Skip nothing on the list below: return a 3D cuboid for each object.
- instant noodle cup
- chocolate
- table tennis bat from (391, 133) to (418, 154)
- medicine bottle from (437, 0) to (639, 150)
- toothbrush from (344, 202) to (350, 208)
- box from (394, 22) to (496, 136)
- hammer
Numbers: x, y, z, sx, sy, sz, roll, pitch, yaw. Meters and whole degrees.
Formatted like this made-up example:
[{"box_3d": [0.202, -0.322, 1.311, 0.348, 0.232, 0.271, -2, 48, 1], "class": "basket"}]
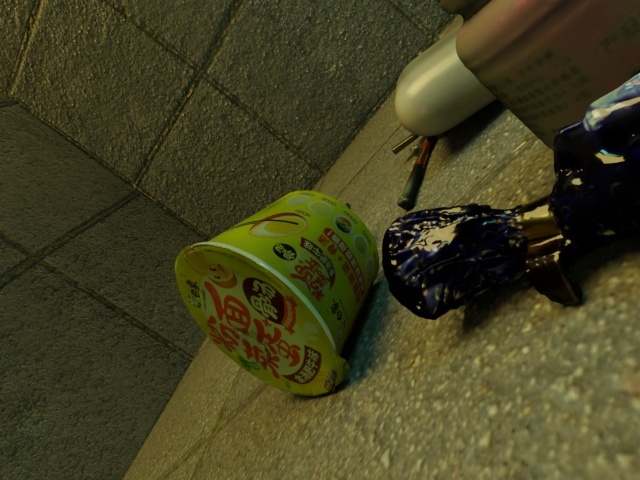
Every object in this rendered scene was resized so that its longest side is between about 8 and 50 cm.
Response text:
[{"box_3d": [-0.048, 0.071, 0.689, 0.221, 0.311, 0.311, -47, 5, -40], "class": "instant noodle cup"}, {"box_3d": [0.203, -0.022, 0.350, 0.343, 0.126, 0.148, -36, 58, 50], "class": "chocolate"}, {"box_3d": [0.280, -0.296, 1.056, 0.234, 0.022, 0.131, -33, 10, 37], "class": "table tennis bat"}, {"box_3d": [0.230, -0.255, 0.365, 0.256, 0.325, 0.256, -49, 7, 8], "class": "medicine bottle"}, {"box_3d": [0.073, -0.058, 1.249, 0.031, 0.023, 0.321, -56, 8, 21], "class": "toothbrush"}, {"box_3d": [0.293, -0.360, 0.879, 0.288, 0.141, 0.349, -30, 19, 24], "class": "box"}, {"box_3d": [0.221, -0.164, 0.934, 0.111, 0.033, 0.288, -42, 15, 48], "class": "hammer"}]
